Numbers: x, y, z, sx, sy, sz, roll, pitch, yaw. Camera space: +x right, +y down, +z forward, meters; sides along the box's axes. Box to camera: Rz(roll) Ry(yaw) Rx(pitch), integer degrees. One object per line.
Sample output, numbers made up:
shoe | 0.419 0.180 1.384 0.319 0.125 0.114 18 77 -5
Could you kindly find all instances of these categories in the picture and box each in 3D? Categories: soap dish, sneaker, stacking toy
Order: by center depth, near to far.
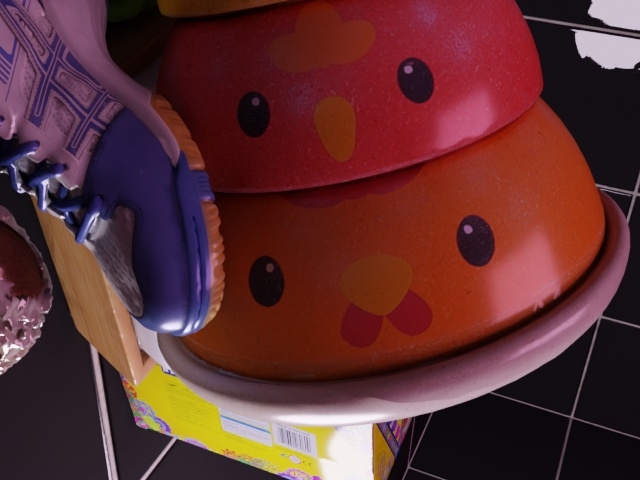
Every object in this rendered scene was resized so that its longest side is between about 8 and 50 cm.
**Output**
sneaker | -0.166 -0.064 0.474 0.131 0.296 0.112 -20 162 -39
stacking toy | -0.005 -0.155 0.542 0.350 0.350 0.480 -50 129 -53
soap dish | -0.146 -0.050 0.723 0.229 0.118 0.291 -57 155 -42

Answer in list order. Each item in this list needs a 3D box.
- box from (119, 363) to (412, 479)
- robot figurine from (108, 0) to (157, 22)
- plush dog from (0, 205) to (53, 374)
box | -0.027 0.092 0.912 0.177 0.289 0.279 86 25 -42
robot figurine | -0.148 -0.233 0.657 0.101 0.067 0.115 36 68 -39
plush dog | -0.283 0.101 0.412 0.225 0.210 0.263 14 73 -55
